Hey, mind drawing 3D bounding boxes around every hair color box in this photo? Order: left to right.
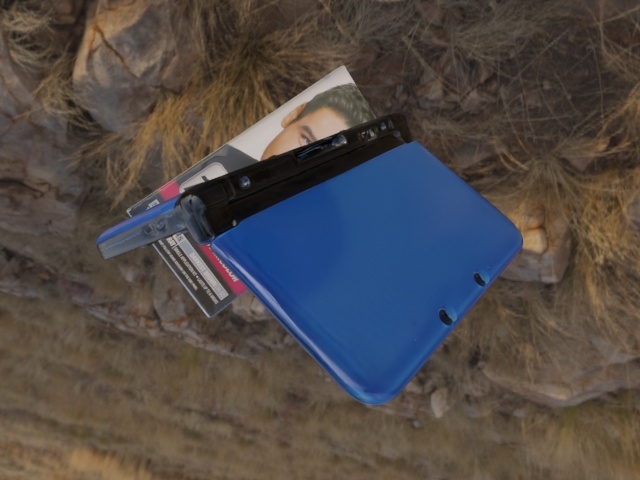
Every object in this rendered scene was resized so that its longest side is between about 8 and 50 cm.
[{"bbox_3d":[-0.075,-0.077,0.776,0.185,0.374,0.113,55,166,-12],"label":"hair color box"}]

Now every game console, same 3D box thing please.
[{"bbox_3d":[0.000,0.000,0.473,0.250,0.293,0.173,-16,100,43],"label":"game console"}]
